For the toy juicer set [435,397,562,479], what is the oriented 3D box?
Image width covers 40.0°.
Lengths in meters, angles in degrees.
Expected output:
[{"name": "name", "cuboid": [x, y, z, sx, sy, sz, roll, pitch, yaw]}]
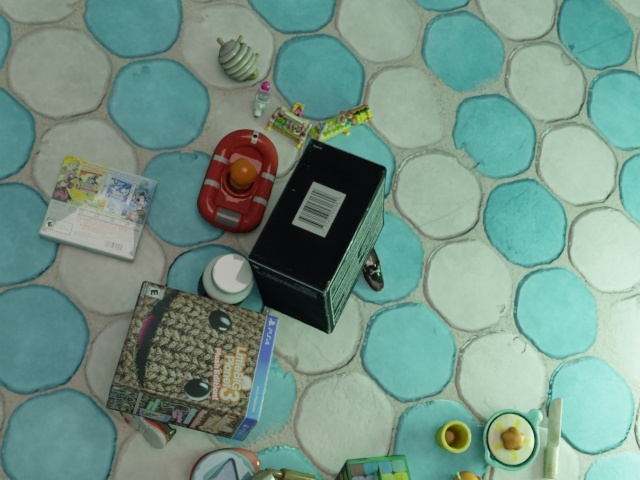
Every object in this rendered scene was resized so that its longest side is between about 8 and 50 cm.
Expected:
[{"name": "toy juicer set", "cuboid": [0.429, 0.477, 1.943, 0.329, 0.089, 0.209, -9, 78, -16]}]

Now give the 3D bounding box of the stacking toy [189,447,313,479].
[{"name": "stacking toy", "cuboid": [-0.142, 0.576, 1.759, 0.280, 0.130, 0.308, 8, 75, -11]}]

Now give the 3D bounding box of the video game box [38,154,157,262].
[{"name": "video game box", "cuboid": [-0.475, -0.068, 1.885, 0.205, 0.048, 0.187, 17, 75, -9]}]

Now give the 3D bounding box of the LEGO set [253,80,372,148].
[{"name": "LEGO set", "cuboid": [-0.011, -0.286, 2.020, 0.287, 0.107, 0.132, 8, 75, -11]}]

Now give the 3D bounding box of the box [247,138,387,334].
[{"name": "box", "cuboid": [0.000, 0.000, 1.838, 0.183, 0.294, 0.296, 23, 71, 12]}]

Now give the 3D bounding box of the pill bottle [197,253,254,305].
[{"name": "pill bottle", "cuboid": [-0.197, 0.086, 1.842, 0.108, 0.180, 0.107, 3, 75, -12]}]

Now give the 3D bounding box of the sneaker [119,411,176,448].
[{"name": "sneaker", "cuboid": [-0.359, 0.357, 1.811, 0.158, 0.061, 0.065, 49, 39, 9]}]

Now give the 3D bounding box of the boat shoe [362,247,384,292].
[{"name": "boat shoe", "cuboid": [0.117, 0.057, 2.000, 0.046, 0.038, 0.125, -13, 79, -16]}]

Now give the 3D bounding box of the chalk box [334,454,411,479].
[{"name": "chalk box", "cuboid": [0.112, 0.518, 1.776, 0.132, 0.213, 0.132, -1, 57, -14]}]

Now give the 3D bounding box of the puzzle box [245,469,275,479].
[{"name": "puzzle box", "cuboid": [-0.121, 0.682, 1.666, 0.272, 0.052, 0.408, -30, 101, -25]}]

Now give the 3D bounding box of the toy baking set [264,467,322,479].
[{"name": "toy baking set", "cuboid": [-0.074, 0.556, 1.764, 0.256, 0.030, 0.196, 28, 62, -32]}]

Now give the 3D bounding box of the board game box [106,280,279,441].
[{"name": "board game box", "cuboid": [-0.256, 0.246, 1.778, 0.291, 0.141, 0.232, 16, 57, -10]}]

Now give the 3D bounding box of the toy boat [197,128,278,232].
[{"name": "toy boat", "cuboid": [-0.173, -0.138, 1.920, 0.151, 0.151, 0.231, 19, 73, -9]}]

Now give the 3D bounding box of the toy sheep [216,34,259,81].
[{"name": "toy sheep", "cuboid": [-0.192, -0.419, 2.020, 0.132, 0.091, 0.091, 41, 69, -27]}]
